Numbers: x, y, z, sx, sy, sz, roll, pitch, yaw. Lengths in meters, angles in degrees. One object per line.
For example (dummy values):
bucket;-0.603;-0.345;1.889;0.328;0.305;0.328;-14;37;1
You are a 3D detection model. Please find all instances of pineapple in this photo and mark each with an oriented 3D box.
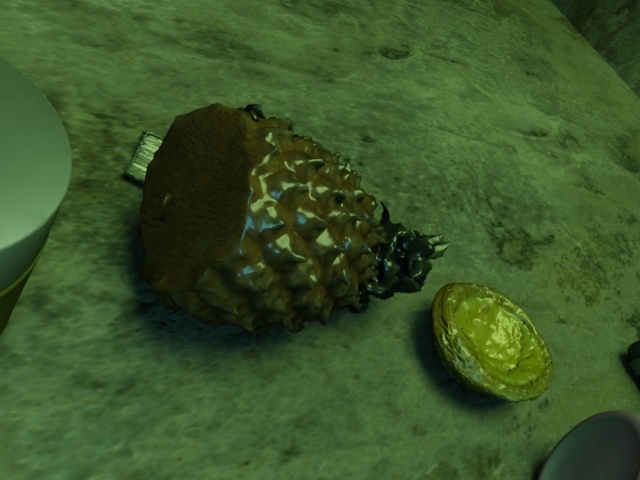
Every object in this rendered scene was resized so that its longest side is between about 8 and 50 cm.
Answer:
pineapple;-0.001;0.002;0.678;0.357;0.223;0.222;16;44;-44

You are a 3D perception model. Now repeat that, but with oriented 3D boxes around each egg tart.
egg tart;0.212;0.136;0.821;0.191;0.074;0.191;22;42;-22

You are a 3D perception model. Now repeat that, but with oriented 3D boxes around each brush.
brush;-0.084;-0.035;0.778;0.314;0.017;0.090;27;43;-20

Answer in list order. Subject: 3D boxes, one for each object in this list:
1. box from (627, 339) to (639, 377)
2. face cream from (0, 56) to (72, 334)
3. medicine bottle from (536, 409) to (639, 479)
box;0.628;0.198;1.018;0.148;0.210;0.129;10;55;-34
face cream;-0.307;-0.020;0.432;0.218;0.179;0.218;24;41;-23
medicine bottle;0.404;0.344;0.706;0.291;0.178;0.178;39;38;-6
